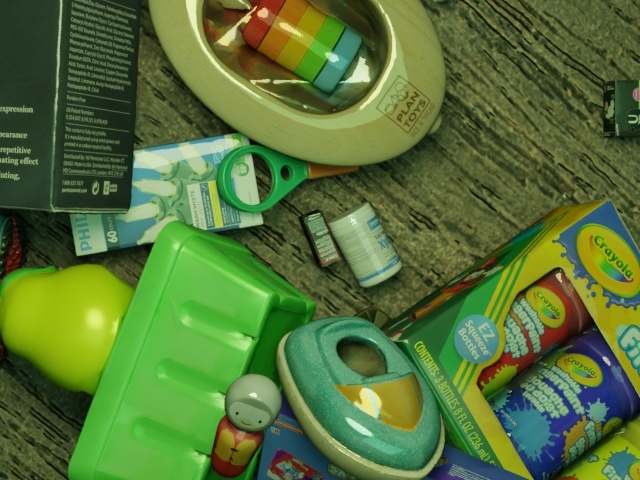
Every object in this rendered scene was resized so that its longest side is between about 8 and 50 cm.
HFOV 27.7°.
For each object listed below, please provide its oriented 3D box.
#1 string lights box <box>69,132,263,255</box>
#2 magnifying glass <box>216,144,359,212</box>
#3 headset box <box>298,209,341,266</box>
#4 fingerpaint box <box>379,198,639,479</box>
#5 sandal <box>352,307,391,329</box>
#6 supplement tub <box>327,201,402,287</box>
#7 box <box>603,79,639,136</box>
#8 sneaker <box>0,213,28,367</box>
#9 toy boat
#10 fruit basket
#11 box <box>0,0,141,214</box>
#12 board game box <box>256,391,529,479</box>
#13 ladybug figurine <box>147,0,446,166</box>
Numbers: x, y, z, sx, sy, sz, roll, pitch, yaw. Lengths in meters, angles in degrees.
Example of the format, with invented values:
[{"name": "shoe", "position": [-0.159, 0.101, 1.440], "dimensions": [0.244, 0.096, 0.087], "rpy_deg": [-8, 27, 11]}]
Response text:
[{"name": "string lights box", "position": [-0.220, -0.065, 1.808], "dimensions": [0.259, 0.077, 0.133], "rpy_deg": [-10, 94, -8]}, {"name": "magnifying glass", "position": [-0.043, -0.095, 1.809], "dimensions": [0.231, 0.026, 0.092], "rpy_deg": [-12, 94, -34]}, {"name": "headset box", "position": [0.000, 0.000, 1.851], "dimensions": [0.032, 0.062, 0.083], "rpy_deg": [-24, 95, -6]}, {"name": "fingerpaint box", "position": [0.344, 0.225, 1.831], "dimensions": [0.371, 0.163, 0.445], "rpy_deg": [-32, 97, -17]}, {"name": "sandal", "position": [0.006, 0.169, 1.868], "dimensions": [0.219, 0.060, 0.090], "rpy_deg": [-37, 104, -19]}, {"name": "supplement tub", "position": [0.064, 0.007, 1.857], "dimensions": [0.071, 0.071, 0.107], "rpy_deg": [-29, 98, -6]}, {"name": "box", "position": [0.453, -0.194, 1.911], "dimensions": [0.062, 0.052, 0.083], "rpy_deg": [-2, 95, -9]}, {"name": "sneaker", "position": [-0.485, 0.084, 1.784], "dimensions": [0.125, 0.104, 0.262], "rpy_deg": [14, 91, 13]}, {"name": "toy boat", "position": [0.010, 0.200, 1.601], "dimensions": [0.318, 0.267, 0.148], "rpy_deg": [-11, 138, -37]}, {"name": "fruit basket", "position": [-0.242, 0.147, 1.745], "dimensions": [0.392, 0.283, 0.392], "rpy_deg": [-3, 81, 21]}, {"name": "box", "position": [-0.407, -0.238, 1.656], "dimensions": [0.293, 0.212, 0.395], "rpy_deg": [5, 93, 18]}, {"name": "board game box", "position": [0.082, 0.362, 1.752], "dimensions": [0.347, 0.078, 0.233], "rpy_deg": [21, 122, 16]}, {"name": "ladybug figurine", "position": [-0.030, -0.272, 1.782], "dimensions": [0.449, 0.162, 0.305], "rpy_deg": [35, 87, -8]}]
